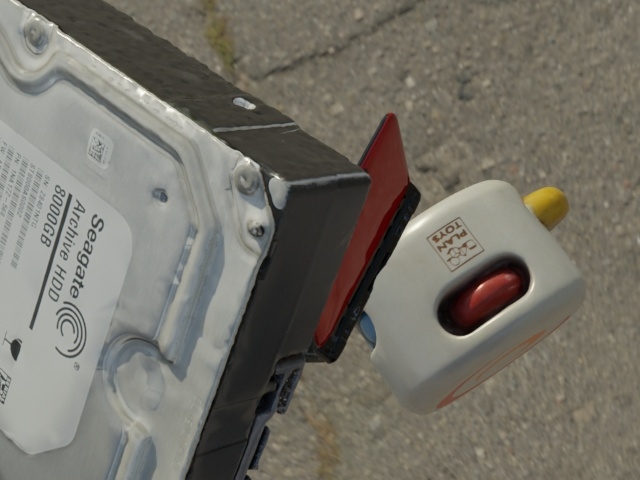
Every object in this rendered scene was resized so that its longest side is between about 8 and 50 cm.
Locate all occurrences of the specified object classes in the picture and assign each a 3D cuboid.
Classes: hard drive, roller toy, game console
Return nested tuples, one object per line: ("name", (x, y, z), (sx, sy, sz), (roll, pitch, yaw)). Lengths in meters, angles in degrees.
("hard drive", (-0.151, -0.007, 0.656), (0.339, 0.064, 0.236), (36, 117, 29))
("roller toy", (0.119, 0.043, 1.182), (0.209, 0.191, 0.146), (-44, 75, 34))
("game console", (0.000, 0.000, 0.889), (0.124, 0.085, 0.144), (-6, 46, 48))
